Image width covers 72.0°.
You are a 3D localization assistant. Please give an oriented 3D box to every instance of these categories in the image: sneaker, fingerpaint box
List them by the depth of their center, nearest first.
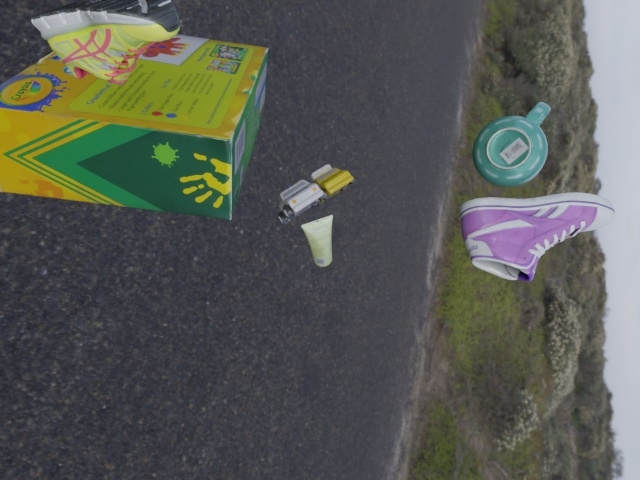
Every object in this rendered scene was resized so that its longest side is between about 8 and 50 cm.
[{"bbox_3d":[-0.240,-0.235,0.523,0.081,0.209,0.094,-52,141,-40],"label":"sneaker"},{"bbox_3d":[0.412,0.003,0.824,0.102,0.283,0.160,76,12,-61],"label":"sneaker"},{"bbox_3d":[-0.311,-0.246,0.831,0.444,0.372,0.163,-88,-173,-50],"label":"fingerpaint box"}]

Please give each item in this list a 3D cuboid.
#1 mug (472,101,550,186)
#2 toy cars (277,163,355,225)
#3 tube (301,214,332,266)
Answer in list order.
[{"bbox_3d":[0.353,-0.179,0.822,0.097,0.130,0.157,-8,101,-66],"label":"mug"},{"bbox_3d":[-0.021,-0.134,1.146,0.087,0.177,0.394,56,28,-2],"label":"toy cars"},{"bbox_3d":[0.000,0.000,1.315,0.070,0.062,0.240,-58,161,-22],"label":"tube"}]
